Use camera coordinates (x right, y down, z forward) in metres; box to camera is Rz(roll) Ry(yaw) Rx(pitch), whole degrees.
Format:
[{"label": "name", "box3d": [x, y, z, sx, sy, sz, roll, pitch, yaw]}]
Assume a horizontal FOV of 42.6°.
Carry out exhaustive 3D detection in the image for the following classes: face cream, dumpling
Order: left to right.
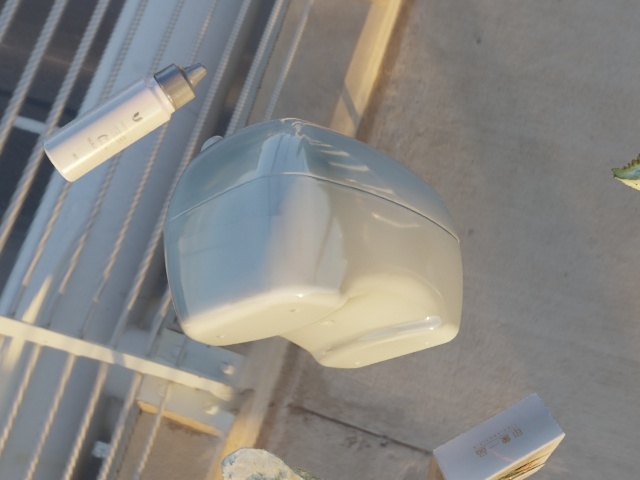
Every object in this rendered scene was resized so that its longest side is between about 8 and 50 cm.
[{"label": "face cream", "box3d": [-0.336, -0.224, 1.449, 0.311, 0.092, 0.092, -34, 74, -3]}, {"label": "dumpling", "box3d": [-0.007, 0.369, 0.996, 0.227, 0.243, 0.175, -7, 61, 40]}]

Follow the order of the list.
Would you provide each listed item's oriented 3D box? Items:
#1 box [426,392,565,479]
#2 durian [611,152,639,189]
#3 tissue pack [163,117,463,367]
[{"label": "box", "box3d": [0.216, 0.284, 1.052, 0.149, 0.233, 0.067, -25, 65, -6]}, {"label": "durian", "box3d": [0.483, -0.060, 0.969, 0.139, 0.144, 0.252, -27, 41, -27]}, {"label": "tissue pack", "box3d": [0.000, 0.000, 0.914, 0.229, 0.333, 0.236, -21, 63, 36]}]
